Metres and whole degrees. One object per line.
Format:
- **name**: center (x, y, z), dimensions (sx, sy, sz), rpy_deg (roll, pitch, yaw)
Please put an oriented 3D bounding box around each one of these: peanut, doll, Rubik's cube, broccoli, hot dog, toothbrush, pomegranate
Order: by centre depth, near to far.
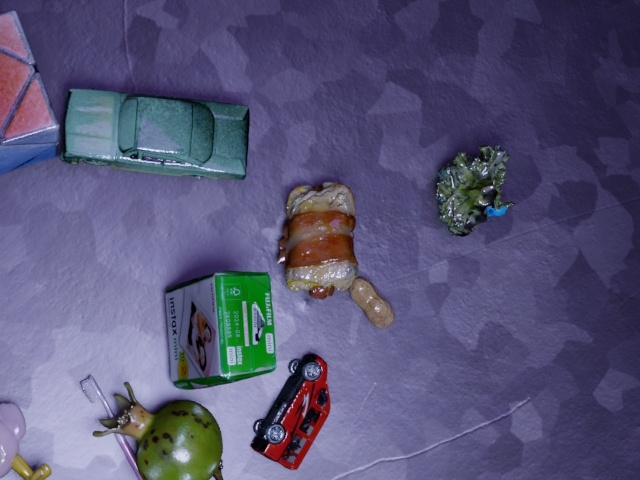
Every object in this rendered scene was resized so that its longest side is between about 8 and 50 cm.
- **doll**: center (-0.584, 0.264, 1.532), dimensions (0.160, 0.094, 0.365), rpy_deg (-39, 94, -20)
- **Rubik's cube**: center (-0.547, -0.219, 1.554), dimensions (0.205, 0.205, 0.207), rpy_deg (-22, 87, -17)
- **pomegranate**: center (-0.260, 0.329, 1.589), dimensions (0.220, 0.156, 0.156), rpy_deg (16, 78, 8)
- **toothbrush**: center (-0.323, 0.355, 1.627), dimensions (0.025, 0.020, 0.286), rpy_deg (-30, 90, -8)
- **hot dog**: center (0.000, 0.000, 1.728), dimensions (0.146, 0.103, 0.213), rpy_deg (2, 71, 7)
- **peanut**: center (0.092, 0.111, 1.755), dimensions (0.054, 0.054, 0.113), rpy_deg (-42, 97, -16)
- **broccoli**: center (0.288, -0.091, 1.783), dimensions (0.167, 0.160, 0.154), rpy_deg (-28, 108, 1)

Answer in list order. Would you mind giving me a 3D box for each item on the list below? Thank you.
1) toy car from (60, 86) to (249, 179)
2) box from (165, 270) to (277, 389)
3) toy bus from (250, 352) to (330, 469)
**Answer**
- **toy car**: center (-0.280, -0.189, 1.676), dimensions (0.320, 0.097, 0.141), rpy_deg (5, 80, -15)
- **box**: center (-0.167, 0.147, 1.582), dimensions (0.103, 0.250, 0.180), rpy_deg (1, 79, -31)
- **toy bus**: center (-0.038, 0.294, 1.682), dimensions (0.089, 0.081, 0.195), rpy_deg (35, 75, -18)
